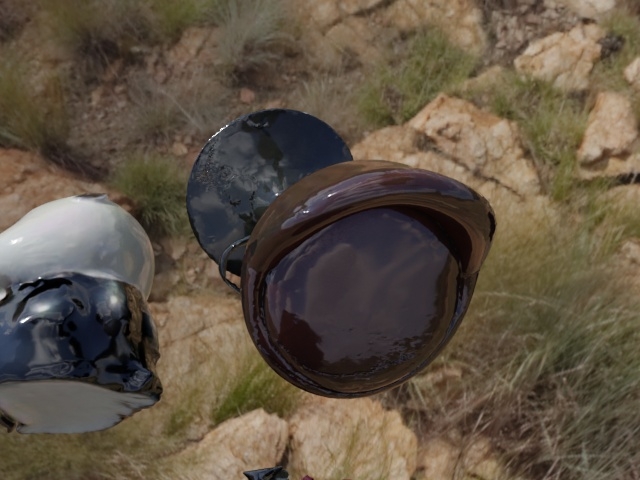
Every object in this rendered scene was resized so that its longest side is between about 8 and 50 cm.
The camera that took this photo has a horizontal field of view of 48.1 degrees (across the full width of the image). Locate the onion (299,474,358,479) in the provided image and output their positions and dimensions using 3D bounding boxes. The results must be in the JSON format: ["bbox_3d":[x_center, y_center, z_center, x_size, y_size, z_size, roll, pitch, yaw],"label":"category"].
[{"bbox_3d":[0.002,0.254,0.483,0.184,0.147,0.184,-14,31,9],"label":"onion"}]

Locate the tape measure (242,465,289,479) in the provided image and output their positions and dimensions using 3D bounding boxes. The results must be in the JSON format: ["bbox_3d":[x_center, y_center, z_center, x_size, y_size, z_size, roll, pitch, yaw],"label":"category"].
[{"bbox_3d":[-0.107,0.353,0.849,0.271,0.231,0.133,-19,79,23],"label":"tape measure"}]

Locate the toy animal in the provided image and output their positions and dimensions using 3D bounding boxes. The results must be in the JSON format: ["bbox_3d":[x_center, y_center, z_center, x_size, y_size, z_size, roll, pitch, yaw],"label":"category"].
[{"bbox_3d":[-0.296,0.080,0.828,0.212,0.213,0.267,-11,55,-4],"label":"toy animal"}]

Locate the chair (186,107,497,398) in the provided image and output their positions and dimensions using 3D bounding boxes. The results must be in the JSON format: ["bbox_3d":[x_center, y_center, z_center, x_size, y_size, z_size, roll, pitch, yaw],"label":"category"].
[{"bbox_3d":[0.000,0.000,0.721,0.226,0.227,0.401,-22,21,-11],"label":"chair"}]
